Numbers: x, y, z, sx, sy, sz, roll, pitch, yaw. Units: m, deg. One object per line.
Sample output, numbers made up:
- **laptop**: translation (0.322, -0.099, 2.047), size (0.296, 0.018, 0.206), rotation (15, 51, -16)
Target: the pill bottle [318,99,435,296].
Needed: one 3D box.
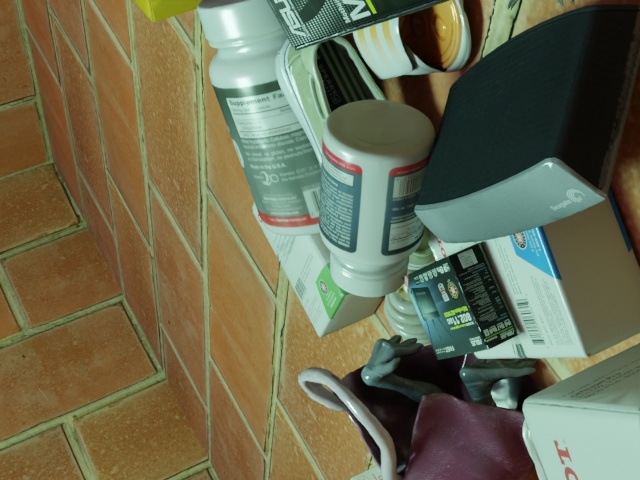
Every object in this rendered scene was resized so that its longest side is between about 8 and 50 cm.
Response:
- **pill bottle**: translation (0.052, -0.037, 1.008), size (0.108, 0.108, 0.180), rotation (48, 146, 42)

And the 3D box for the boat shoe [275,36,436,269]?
- **boat shoe**: translation (0.050, -0.089, 1.093), size (0.302, 0.109, 0.094), rotation (56, 172, -17)

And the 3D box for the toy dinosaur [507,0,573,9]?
- **toy dinosaur**: translation (0.190, -0.218, 0.813), size (0.090, 0.047, 0.082), rotation (-65, 30, 19)

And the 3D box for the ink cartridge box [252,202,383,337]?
- **ink cartridge box**: translation (0.000, 0.000, 1.407), size (0.219, 0.093, 0.160), rotation (62, 159, 17)

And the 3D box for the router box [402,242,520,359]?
- **router box**: translation (0.130, 0.061, 0.966), size (0.092, 0.038, 0.122), rotation (66, 161, 4)

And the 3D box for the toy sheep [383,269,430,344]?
- **toy sheep**: translation (0.117, 0.078, 1.211), size (0.091, 0.091, 0.132), rotation (48, 166, 43)

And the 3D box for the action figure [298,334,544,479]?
- **action figure**: translation (0.143, 0.304, 1.137), size (0.248, 0.276, 0.370), rotation (27, 122, 52)

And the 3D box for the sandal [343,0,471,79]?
- **sandal**: translation (0.064, -0.212, 1.052), size (0.265, 0.076, 0.102), rotation (16, 126, 65)

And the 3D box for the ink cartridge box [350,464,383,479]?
- **ink cartridge box**: translation (0.095, 0.441, 1.665), size (0.104, 0.062, 0.181), rotation (55, 156, 32)

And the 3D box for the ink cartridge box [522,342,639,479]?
- **ink cartridge box**: translation (0.338, 0.214, 0.661), size (0.395, 0.166, 0.285), rotation (-14, 97, 69)

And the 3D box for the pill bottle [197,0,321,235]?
- **pill bottle**: translation (-0.036, -0.162, 1.200), size (0.161, 0.161, 0.283), rotation (30, 143, 59)

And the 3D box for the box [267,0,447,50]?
- **box**: translation (0.012, -0.282, 0.918), size (0.184, 0.045, 0.190), rotation (-12, 123, 31)

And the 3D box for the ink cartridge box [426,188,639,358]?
- **ink cartridge box**: translation (0.197, 0.028, 0.946), size (0.148, 0.086, 0.203), rotation (69, 161, -1)

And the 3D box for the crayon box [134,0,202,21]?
- **crayon box**: translation (-0.168, -0.384, 1.283), size (0.318, 0.202, 0.081), rotation (52, 155, 39)

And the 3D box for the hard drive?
- **hard drive**: translation (0.160, -0.091, 0.834), size (0.255, 0.054, 0.172), rotation (-20, 51, 70)
